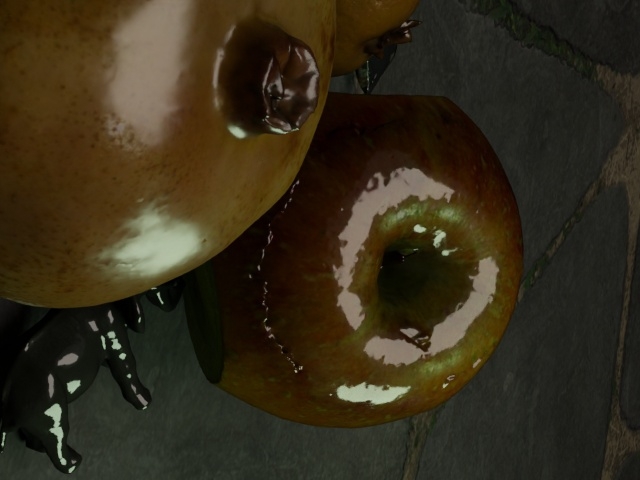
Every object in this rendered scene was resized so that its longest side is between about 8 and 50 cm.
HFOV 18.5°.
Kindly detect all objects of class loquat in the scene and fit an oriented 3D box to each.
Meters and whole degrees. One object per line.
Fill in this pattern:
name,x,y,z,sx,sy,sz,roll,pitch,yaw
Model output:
loquat,0.007,-0.265,1.976,0.208,0.208,0.208,-29,124,-55

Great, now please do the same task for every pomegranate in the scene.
pomegranate,-0.172,-0.154,1.486,0.416,0.416,0.416,-29,124,-55

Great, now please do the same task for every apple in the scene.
apple,0.000,0.000,1.919,0.384,0.374,0.374,36,66,-34

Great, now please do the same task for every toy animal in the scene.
toy animal,-0.206,0.098,1.792,0.245,0.114,0.146,-59,147,-36

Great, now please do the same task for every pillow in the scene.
pillow,0.057,-0.248,2.229,0.090,0.048,0.150,-45,141,-35
